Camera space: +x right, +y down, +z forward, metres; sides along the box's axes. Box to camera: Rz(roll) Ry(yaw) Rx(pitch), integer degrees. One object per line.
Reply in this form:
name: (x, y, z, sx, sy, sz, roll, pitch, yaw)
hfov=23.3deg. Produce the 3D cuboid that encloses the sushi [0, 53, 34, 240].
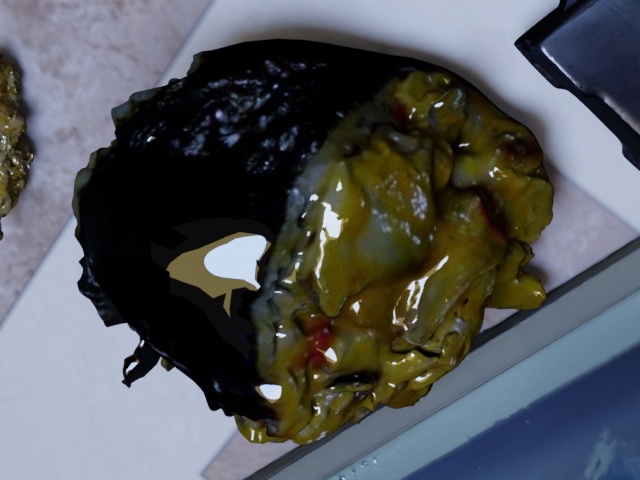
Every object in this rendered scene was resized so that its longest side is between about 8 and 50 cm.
sushi: (-0.202, -0.056, 0.939, 0.060, 0.061, 0.118, 23, 132, 38)

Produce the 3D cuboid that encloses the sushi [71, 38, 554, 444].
sushi: (0.001, 0.004, 0.836, 0.204, 0.213, 0.200, 20, 144, 24)

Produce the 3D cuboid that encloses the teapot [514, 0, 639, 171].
teapot: (0.178, -0.091, 0.787, 0.177, 0.087, 0.096, 44, 95, -6)

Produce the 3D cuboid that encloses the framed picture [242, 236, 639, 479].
framed picture: (0.169, 0.198, 0.960, 0.446, 0.028, 0.326, -36, 100, 30)
